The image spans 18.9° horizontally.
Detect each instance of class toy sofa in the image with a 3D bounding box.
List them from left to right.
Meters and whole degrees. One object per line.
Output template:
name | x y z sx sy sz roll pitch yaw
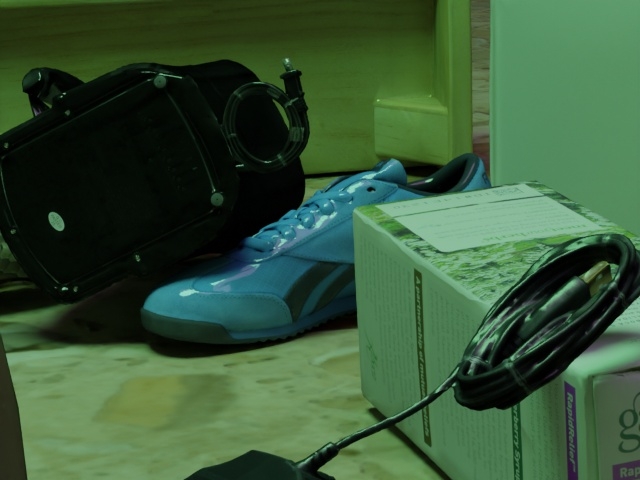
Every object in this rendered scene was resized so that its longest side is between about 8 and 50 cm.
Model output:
toy sofa | -0.082 -0.118 1.311 0.363 0.150 0.177 -5 17 -7

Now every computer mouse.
computer mouse | 0.015 0.078 0.638 0.242 0.041 0.071 -34 22 -7

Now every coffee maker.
coffee maker | -0.068 -0.038 1.035 0.171 0.120 0.178 -2 6 14

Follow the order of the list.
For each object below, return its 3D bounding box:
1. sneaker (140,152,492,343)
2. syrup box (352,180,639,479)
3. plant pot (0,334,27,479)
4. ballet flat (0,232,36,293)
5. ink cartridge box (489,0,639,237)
sneaker | 0.000 0.000 1.002 0.209 0.082 0.069 -12 20 -27
syrup box | 0.096 0.052 0.762 0.093 0.096 0.237 -9 19 -17
plant pot | -0.272 0.071 0.450 0.323 0.323 0.280 -12 2 -32
ballet flat | -0.265 0.021 1.034 0.250 0.058 0.084 0 -7 -13
ink cartridge box | 0.313 -0.101 1.165 0.279 0.160 0.385 8 19 32
